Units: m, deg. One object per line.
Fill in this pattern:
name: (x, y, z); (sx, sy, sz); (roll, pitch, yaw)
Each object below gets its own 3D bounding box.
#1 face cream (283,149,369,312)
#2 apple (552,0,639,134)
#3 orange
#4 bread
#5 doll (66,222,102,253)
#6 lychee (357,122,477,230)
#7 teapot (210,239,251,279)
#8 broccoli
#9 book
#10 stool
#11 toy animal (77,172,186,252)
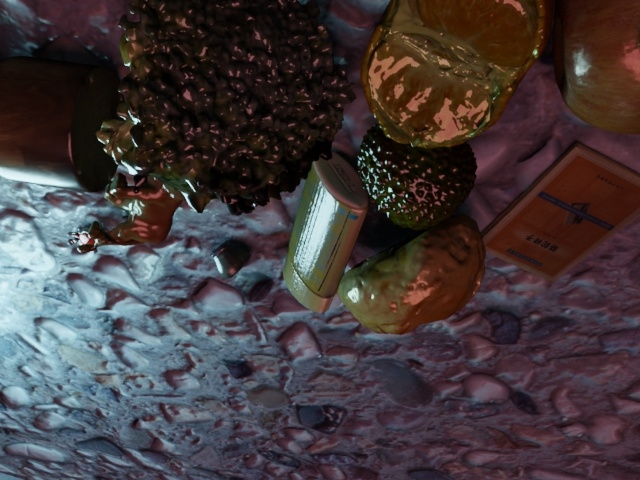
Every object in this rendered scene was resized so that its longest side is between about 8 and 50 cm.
face cream: (0.000, 0.000, 0.989); (0.067, 0.139, 0.285); (-12, 143, -26)
apple: (0.348, -0.219, 0.646); (0.188, 0.211, 0.211); (-5, 133, 19)
orange: (0.155, -0.230, 0.703); (0.179, 0.158, 0.237); (27, 134, 2)
bread: (0.150, 0.060, 0.938); (0.244, 0.244, 0.134); (-27, 91, 32)
doll: (-0.425, -0.007, 1.124); (0.114, 0.039, 0.057); (-25, 97, 43)
lychee: (0.129, -0.097, 0.846); (0.171, 0.171, 0.171); (5, 135, 5)
teapot: (-0.170, 0.034, 1.108); (0.057, 0.066, 0.088); (48, 150, -8)
broccoli: (-0.150, -0.195, 0.739); (0.348, 0.293, 0.281); (53, 161, -22)
book: (0.383, -0.033, 0.958); (0.170, 0.018, 0.241); (23, 134, -13)
stool: (-0.434, -0.172, 0.860); (0.264, 0.179, 0.179); (8, 136, 2)
toy animal: (-0.271, -0.065, 1.001); (0.157, 0.097, 0.312); (24, 136, -22)
